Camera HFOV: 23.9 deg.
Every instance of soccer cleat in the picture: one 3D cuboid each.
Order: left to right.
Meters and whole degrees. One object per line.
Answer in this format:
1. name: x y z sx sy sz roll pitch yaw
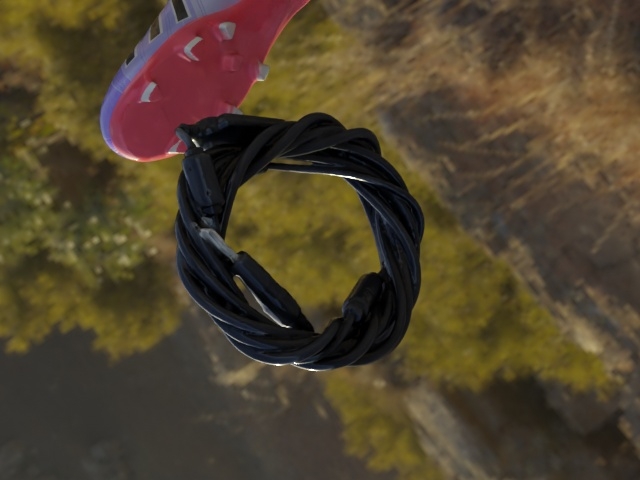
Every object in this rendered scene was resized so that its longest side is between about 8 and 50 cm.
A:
1. soccer cleat: -0.074 -0.147 0.999 0.095 0.248 0.083 17 148 36

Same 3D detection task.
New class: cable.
1. cable: 0.000 0.000 0.840 0.047 0.184 0.150 -35 63 39
